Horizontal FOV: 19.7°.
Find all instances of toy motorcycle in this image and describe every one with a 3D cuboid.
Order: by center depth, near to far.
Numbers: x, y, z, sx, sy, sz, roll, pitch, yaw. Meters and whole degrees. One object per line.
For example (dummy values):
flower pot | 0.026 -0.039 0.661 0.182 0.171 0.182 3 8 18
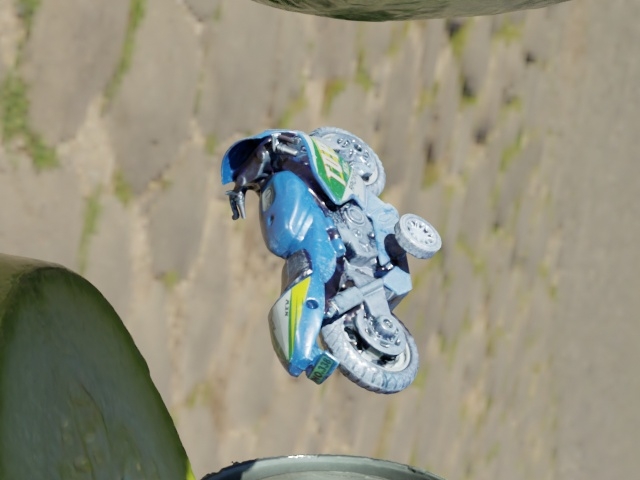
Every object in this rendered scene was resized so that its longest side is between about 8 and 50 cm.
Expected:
toy motorcycle | 0.000 0.000 1.247 0.092 0.135 0.254 -50 -147 34

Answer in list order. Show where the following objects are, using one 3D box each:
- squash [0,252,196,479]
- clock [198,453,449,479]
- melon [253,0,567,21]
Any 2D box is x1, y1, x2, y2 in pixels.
squash | -0.176 0.076 0.862 0.237 0.155 0.204 18 58 -75
clock | 0.006 0.222 1.414 0.226 0.226 0.049 -37 131 -67
melon | 0.046 -0.150 0.544 0.129 0.169 0.265 27 58 -33
